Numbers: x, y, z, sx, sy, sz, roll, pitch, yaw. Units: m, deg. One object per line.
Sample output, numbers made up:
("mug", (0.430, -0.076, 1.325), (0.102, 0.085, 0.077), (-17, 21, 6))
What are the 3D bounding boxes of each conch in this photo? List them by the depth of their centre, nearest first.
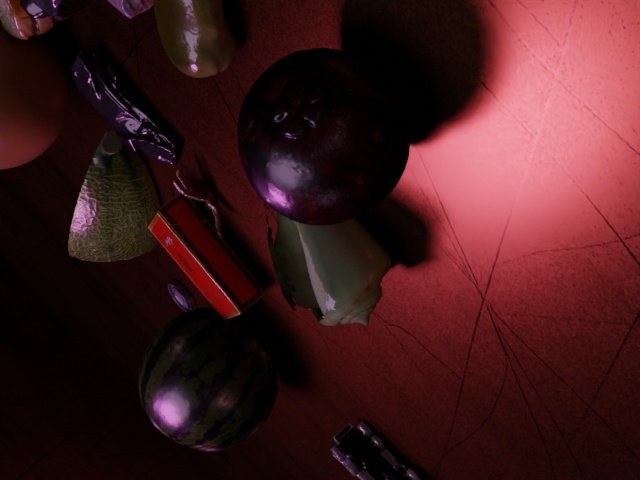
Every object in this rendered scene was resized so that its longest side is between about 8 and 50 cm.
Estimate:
("conch", (-0.009, 0.017, 1.213), (0.250, 0.137, 0.143), (41, 153, 20))

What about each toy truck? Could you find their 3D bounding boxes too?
("toy truck", (0.105, 0.437, 1.646), (0.191, 0.085, 0.116), (40, 162, 27))

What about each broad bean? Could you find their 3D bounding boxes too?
("broad bean", (-0.166, -0.294, 1.137), (0.124, 0.082, 0.175), (24, 133, 43))

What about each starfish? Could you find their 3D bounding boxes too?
("starfish", (-0.198, -0.065, 1.525), (0.130, 0.041, 0.133), (50, -178, 13))

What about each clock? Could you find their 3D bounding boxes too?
("clock", (-0.317, 0.129, 1.996), (0.085, 0.017, 0.085), (38, 152, 25))

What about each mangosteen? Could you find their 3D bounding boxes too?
("mangosteen", (0.005, -0.112, 0.974), (0.210, 0.210, 0.210), (38, 151, 25))

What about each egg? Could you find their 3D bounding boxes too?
("egg", (-0.636, -0.284, 1.633), (0.374, 0.301, 0.301), (39, 154, 44))

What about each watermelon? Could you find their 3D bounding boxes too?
("watermelon", (-0.223, 0.281, 1.759), (0.285, 0.285, 0.285), (38, 151, 25))

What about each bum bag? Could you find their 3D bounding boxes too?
("bum bag", (-0.344, -0.222, 1.528), (0.248, 0.060, 0.123), (49, 153, 2))

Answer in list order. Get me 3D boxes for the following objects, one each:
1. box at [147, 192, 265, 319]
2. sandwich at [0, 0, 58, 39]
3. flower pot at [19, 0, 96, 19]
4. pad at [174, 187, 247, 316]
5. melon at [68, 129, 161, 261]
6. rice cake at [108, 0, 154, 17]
("box", (-0.215, 0.033, 1.622), (0.240, 0.074, 0.153), (51, 164, -4))
("sandwich", (-0.572, -0.490, 1.497), (0.288, 0.099, 0.254), (30, 147, 35))
("flower pot", (-0.305, -0.427, 0.971), (0.283, 0.299, 0.299), (47, 155, -12))
("pad", (-0.225, 0.037, 1.740), (0.202, 0.005, 0.300), (44, 153, 15))
("melon", (-0.414, -0.077, 1.740), (0.323, 0.196, 0.124), (109, 146, -56))
("rice cake", (-0.368, -0.450, 1.258), (0.399, 0.070, 0.064), (43, 157, 18))
